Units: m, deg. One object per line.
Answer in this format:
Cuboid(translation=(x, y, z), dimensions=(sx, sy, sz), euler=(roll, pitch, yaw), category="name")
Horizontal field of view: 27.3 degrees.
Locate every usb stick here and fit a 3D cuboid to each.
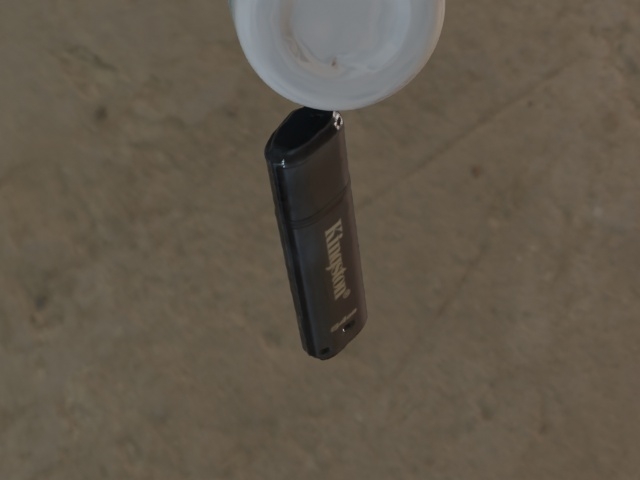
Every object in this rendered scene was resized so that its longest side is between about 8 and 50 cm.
Cuboid(translation=(0.000, 0.000, 1.097), dimensions=(0.077, 0.045, 0.278), euler=(-48, 150, -28), category="usb stick")

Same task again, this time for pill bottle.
Cuboid(translation=(-0.005, -0.209, 0.994), dimensions=(0.146, 0.264, 0.146), euler=(-5, 118, -9), category="pill bottle")
